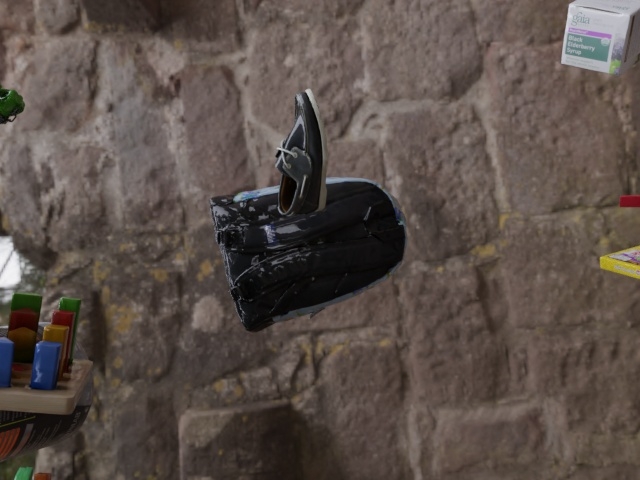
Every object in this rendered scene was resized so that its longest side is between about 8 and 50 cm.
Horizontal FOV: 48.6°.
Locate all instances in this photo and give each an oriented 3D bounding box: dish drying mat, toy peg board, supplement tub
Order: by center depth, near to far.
[{"bbox_3d":[-0.284,0.087,0.612,0.160,0.161,0.079,-178,95,-78],"label":"toy peg board"},{"bbox_3d":[-0.527,0.238,1.053,0.338,0.207,0.207,1,-96,-64],"label":"supplement tub"},{"bbox_3d":[0.733,-0.091,1.627,0.008,0.083,0.032,-68,-27,-54],"label":"dish drying mat"}]

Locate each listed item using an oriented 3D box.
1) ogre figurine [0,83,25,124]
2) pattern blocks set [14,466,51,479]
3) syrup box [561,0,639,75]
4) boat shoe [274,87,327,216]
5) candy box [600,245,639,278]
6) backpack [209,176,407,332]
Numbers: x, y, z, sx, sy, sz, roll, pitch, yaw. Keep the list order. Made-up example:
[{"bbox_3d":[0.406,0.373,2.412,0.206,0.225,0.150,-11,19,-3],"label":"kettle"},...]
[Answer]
[{"bbox_3d":[-0.510,-0.194,0.937,0.118,0.197,0.097,-43,61,26],"label":"ogre figurine"},{"bbox_3d":[-0.392,0.439,0.917,0.285,0.026,0.325,-99,18,-55],"label":"pattern blocks set"},{"bbox_3d":[0.472,-0.342,1.098,0.093,0.237,0.096,24,134,34],"label":"syrup box"},{"bbox_3d":[-0.033,-0.132,1.131,0.233,0.079,0.084,93,160,-44],"label":"boat shoe"},{"bbox_3d":[0.586,0.043,1.207,0.206,0.105,0.027,-153,52,-72],"label":"candy box"},{"bbox_3d":[0.000,0.000,1.431,0.273,0.355,0.290,-6,-102,-74],"label":"backpack"}]
